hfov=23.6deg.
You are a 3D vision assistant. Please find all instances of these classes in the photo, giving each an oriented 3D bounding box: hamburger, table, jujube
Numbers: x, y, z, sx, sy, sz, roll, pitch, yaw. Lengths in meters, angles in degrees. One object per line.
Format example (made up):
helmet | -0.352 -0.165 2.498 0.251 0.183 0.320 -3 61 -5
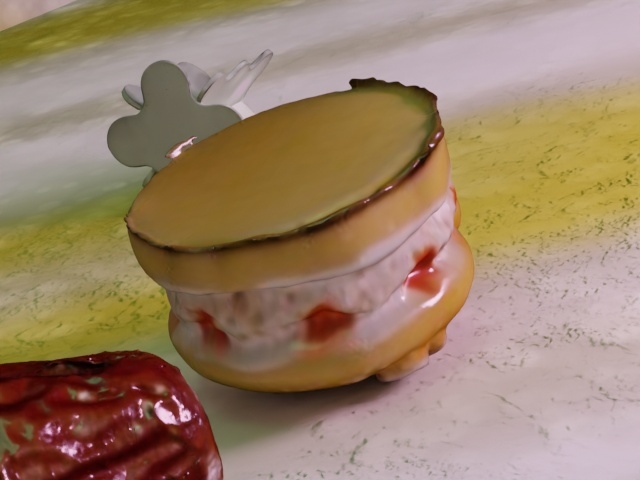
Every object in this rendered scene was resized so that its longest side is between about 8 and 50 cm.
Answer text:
hamburger | 0.000 0.000 1.241 0.261 0.186 0.303 -7 31 23
table | -0.128 -0.141 1.759 0.166 0.166 0.198 -6 14 20
jujube | -0.205 0.166 0.938 0.290 0.197 0.197 -22 22 -18
